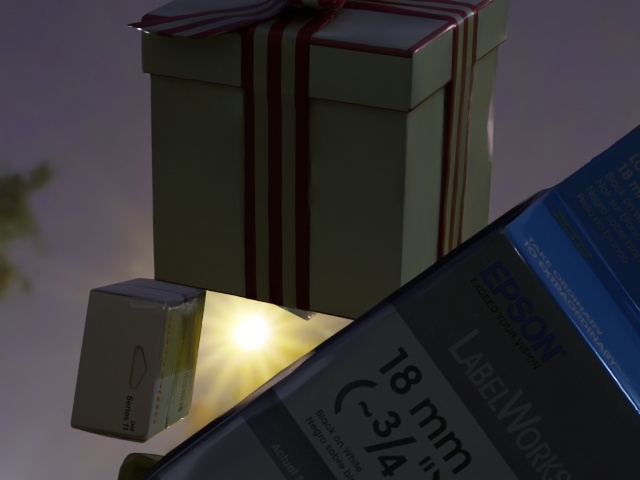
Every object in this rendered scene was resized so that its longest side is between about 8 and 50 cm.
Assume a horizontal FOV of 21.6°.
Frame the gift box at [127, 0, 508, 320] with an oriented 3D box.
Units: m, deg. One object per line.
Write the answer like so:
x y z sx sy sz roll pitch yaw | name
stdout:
-0.014 -0.102 1.342 0.276 0.258 0.255 9 23 17 | gift box

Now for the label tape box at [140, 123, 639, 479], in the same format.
0.110 0.121 0.848 0.334 0.240 0.106 -36 -2 -2 | label tape box

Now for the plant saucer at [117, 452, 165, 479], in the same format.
-0.001 0.328 1.259 0.333 0.332 0.081 19 29 18 | plant saucer

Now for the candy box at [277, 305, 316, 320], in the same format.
0.000 0.000 1.875 0.071 0.159 0.233 26 -8 -1 | candy box

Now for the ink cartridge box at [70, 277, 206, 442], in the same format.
-0.192 0.123 1.799 0.087 0.153 0.208 9 2 7 | ink cartridge box
